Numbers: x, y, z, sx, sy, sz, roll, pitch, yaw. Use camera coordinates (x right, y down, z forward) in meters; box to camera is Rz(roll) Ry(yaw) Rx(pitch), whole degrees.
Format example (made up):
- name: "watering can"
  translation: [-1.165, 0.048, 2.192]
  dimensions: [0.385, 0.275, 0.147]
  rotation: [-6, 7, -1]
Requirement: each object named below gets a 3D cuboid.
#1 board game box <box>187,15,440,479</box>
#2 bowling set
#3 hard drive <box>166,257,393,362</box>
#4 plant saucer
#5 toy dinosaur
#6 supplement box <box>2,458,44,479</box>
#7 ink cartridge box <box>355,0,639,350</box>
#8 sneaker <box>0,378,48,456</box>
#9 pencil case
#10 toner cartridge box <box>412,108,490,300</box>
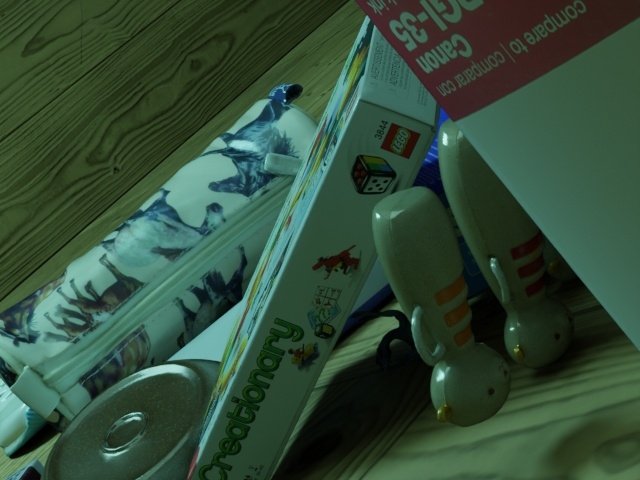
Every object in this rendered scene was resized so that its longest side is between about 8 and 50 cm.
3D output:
- name: "board game box"
  translation: [0.000, 0.000, 1.061]
  dimensions: [0.193, 0.053, 0.305]
  rotation: [-77, 10, -59]
- name: "bowling set"
  translation: [0.163, -0.010, 0.875]
  dimensions: [0.200, 0.154, 0.287]
  rotation: [-10, 22, 29]
- name: "hard drive"
  translation: [-0.064, 0.094, 1.356]
  dimensions: [0.318, 0.040, 0.210]
  rotation: [-39, 11, -9]
- name: "plant saucer"
  translation: [-0.135, 0.151, 1.203]
  dimensions: [0.198, 0.036, 0.198]
  rotation: [-26, 28, 15]
- name: "toy dinosaur"
  translation: [0.068, 0.067, 1.102]
  dimensions: [0.090, 0.047, 0.082]
  rotation: [-6, -6, -13]
- name: "supplement box"
  translation: [-0.277, 0.273, 1.208]
  dimensions: [0.130, 0.073, 0.239]
  rotation: [-33, 12, 23]
- name: "ink cartridge box"
  translation: [0.174, -0.047, 0.507]
  dimensions: [0.207, 0.283, 0.117]
  rotation: [-43, 8, -27]
- name: "sneaker"
  translation: [-0.344, 0.175, 1.808]
  dimensions: [0.087, 0.092, 0.228]
  rotation: [-39, 11, -18]
- name: "pencil case"
  translation: [-0.134, 0.028, 1.554]
  dimensions: [0.410, 0.160, 0.183]
  rotation: [-41, -4, -20]
- name: "toner cartridge box"
  translation: [0.111, -0.058, 1.207]
  dimensions: [0.165, 0.075, 0.348]
  rotation: [-30, 14, -4]
